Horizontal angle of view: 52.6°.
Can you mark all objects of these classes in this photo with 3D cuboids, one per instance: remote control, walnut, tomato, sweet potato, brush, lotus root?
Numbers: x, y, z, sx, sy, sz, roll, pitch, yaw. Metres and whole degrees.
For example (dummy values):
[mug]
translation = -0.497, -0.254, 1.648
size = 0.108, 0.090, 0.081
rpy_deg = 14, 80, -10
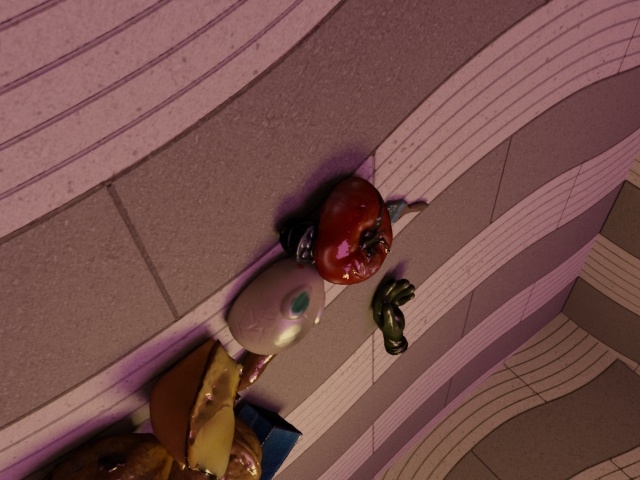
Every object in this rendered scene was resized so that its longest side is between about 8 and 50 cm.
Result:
[remote control]
translation = 0.000, 0.000, 1.334
size = 0.266, 0.066, 0.090
rpy_deg = 7, 111, -61
[walnut]
translation = -0.239, 0.493, 1.463
size = 0.228, 0.228, 0.228
rpy_deg = -33, 149, -23
[tomato]
translation = 0.080, -0.007, 1.299
size = 0.228, 0.101, 0.228
rpy_deg = -30, 127, -48
[sweet potato]
translation = -0.147, 0.280, 1.489
size = 0.281, 0.059, 0.067
rpy_deg = -44, 142, -8
[brush]
translation = 0.206, -0.072, 1.556
size = 0.196, 0.021, 0.070
rpy_deg = -13, 139, -46
[lotus root]
translation = -0.429, 0.481, 1.270
size = 0.290, 0.193, 0.193
rpy_deg = -26, 146, -28

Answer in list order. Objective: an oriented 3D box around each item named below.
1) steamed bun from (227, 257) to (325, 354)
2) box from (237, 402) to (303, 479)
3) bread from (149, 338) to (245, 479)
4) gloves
[steamed bun]
translation = -0.078, 0.145, 1.337
size = 0.228, 0.131, 0.177
rpy_deg = -48, 150, 6
[box]
translation = -0.198, 0.583, 1.703
size = 0.279, 0.116, 0.261
rpy_deg = -53, 155, -9
[bread]
translation = -0.257, 0.336, 1.313
size = 0.204, 0.162, 0.262
rpy_deg = 74, 21, -56
[gloves]
translation = 0.202, 0.209, 1.813
size = 0.135, 0.107, 0.268
rpy_deg = -62, 158, -50
